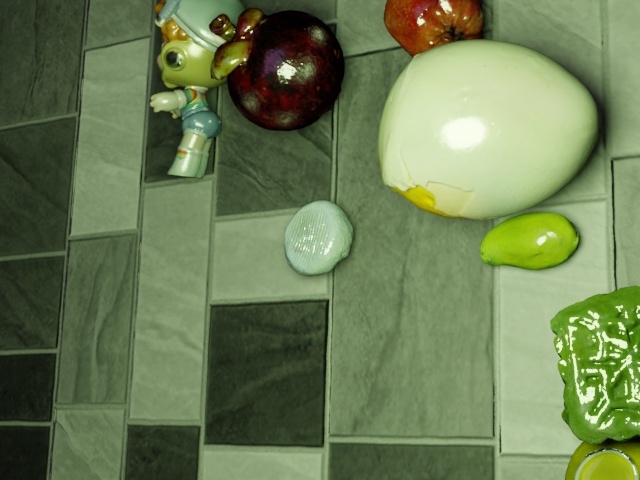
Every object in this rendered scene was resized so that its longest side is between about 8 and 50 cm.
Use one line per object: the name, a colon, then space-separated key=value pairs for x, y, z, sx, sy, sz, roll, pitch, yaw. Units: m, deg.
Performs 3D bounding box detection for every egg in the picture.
egg: x=0.258 y=-0.172 z=1.628 sx=0.345 sy=0.283 sz=0.283 roll=-1 pitch=78 yaw=18

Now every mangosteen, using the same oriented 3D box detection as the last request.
mangosteen: x=-0.085 y=-0.320 z=1.874 sx=0.228 sy=0.265 sz=0.228 roll=-51 pitch=19 yaw=25

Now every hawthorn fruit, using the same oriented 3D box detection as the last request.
hawthorn fruit: x=0.197 y=-0.384 z=1.785 sx=0.173 sy=0.179 sz=0.174 roll=0 pitch=104 yaw=0

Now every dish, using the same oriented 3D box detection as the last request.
dish: x=0.432 y=0.347 z=1.520 sx=0.207 sy=0.080 sz=0.149 roll=-37 pitch=64 yaw=20

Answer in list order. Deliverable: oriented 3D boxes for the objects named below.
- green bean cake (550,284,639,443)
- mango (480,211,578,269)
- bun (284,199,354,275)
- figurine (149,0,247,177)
green bean cake: x=0.459 y=0.179 z=1.501 sx=0.248 sy=0.125 sz=0.222 roll=-12 pitch=74 yaw=18
mango: x=0.328 y=0.004 z=1.662 sx=0.165 sy=0.074 sz=0.091 roll=-14 pitch=74 yaw=28
bun: x=0.000 y=0.000 z=1.855 sx=0.140 sy=0.083 sz=0.141 roll=-15 pitch=64 yaw=35
figurine: x=-0.222 y=-0.311 z=2.035 sx=0.205 sy=0.224 sz=0.382 roll=7 pitch=107 yaw=12
